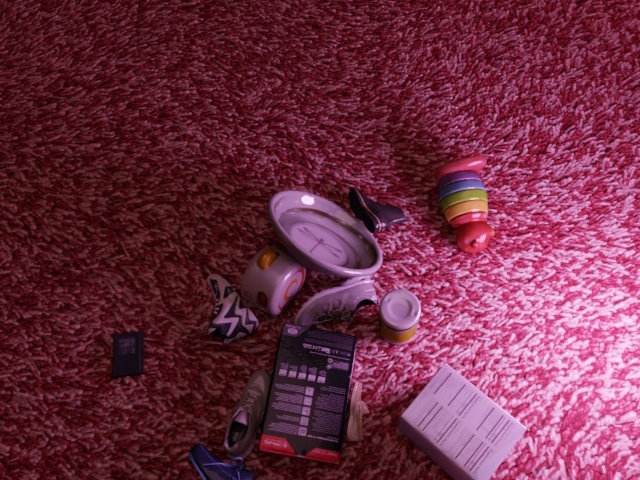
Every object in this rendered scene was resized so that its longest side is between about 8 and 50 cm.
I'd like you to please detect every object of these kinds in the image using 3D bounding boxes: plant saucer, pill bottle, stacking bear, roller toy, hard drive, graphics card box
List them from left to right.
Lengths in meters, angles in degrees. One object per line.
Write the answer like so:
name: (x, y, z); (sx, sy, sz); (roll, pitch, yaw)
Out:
hard drive: (-0.602, 0.357, 1.969); (0.094, 0.022, 0.135); (-8, 64, 1)
roller toy: (-0.151, 0.120, 1.944); (0.146, 0.209, 0.191); (27, 95, 18)
graphics card box: (-0.034, 0.439, 1.820); (0.232, 0.094, 0.371); (11, 67, -3)
plant saucer: (0.000, 0.000, 1.961); (0.400, 0.400, 0.101); (42, 119, 21)
pill bottle: (0.229, 0.231, 1.850); (0.119, 0.208, 0.119); (-2, 64, 4)
stacking bear: (0.472, -0.100, 2.022); (0.164, 0.175, 0.289); (-9, 72, -1)

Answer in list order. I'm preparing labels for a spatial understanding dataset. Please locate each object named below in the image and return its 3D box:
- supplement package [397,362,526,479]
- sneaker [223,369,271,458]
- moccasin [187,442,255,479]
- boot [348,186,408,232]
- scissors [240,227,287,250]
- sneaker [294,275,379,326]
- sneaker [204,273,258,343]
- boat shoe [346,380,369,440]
supplement package: (0.374, 0.511, 1.710); (0.262, 0.199, 0.198); (38, 73, 20)
sneaker: (-0.205, 0.495, 1.813); (0.099, 0.121, 0.262); (13, 66, 10)
moccasin: (-0.220, 0.680, 1.736); (0.117, 0.138, 0.342); (-43, 82, -13)
boot: (0.190, -0.110, 2.107); (0.137, 0.077, 0.198); (-15, 55, -22)
scissors: (-0.160, 0.001, 1.958); (0.109, 0.297, 0.021); (23, 90, 48)
sneaker: (0.052, 0.205, 1.936); (0.281, 0.105, 0.115); (-28, 65, -9)
sneaker: (-0.320, 0.223, 1.966); (0.153, 0.094, 0.235); (-36, 77, -21)
boat shoe: (0.112, 0.494, 1.822); (0.059, 0.063, 0.170); (6, 75, 5)
